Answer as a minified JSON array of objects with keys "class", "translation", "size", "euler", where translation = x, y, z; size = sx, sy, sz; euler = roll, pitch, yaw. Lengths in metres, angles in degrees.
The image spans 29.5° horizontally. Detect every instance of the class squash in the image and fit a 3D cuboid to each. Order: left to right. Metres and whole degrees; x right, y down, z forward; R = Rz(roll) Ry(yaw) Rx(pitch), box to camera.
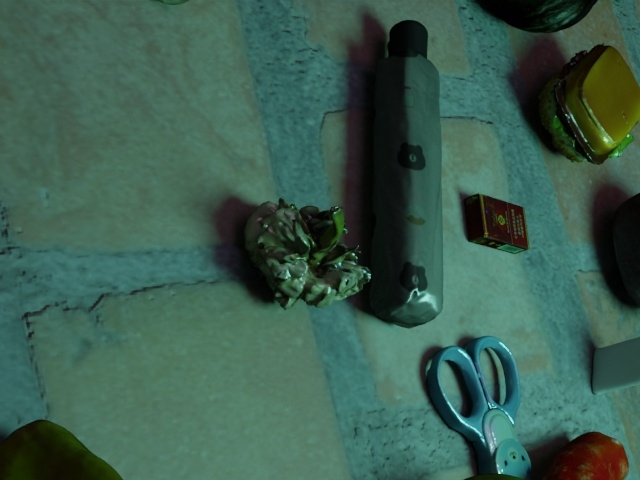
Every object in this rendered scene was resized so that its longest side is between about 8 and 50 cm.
[{"class":"squash","translation":[0.268,-0.345,1.460],"size":[0.193,0.156,0.193],"euler":[-6,100,-37]}]

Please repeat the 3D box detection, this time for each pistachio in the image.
[{"class":"pistachio","translation":[-0.178,0.208,0.799],"size":[0.110,0.100,0.189],"euler":[15,64,-46]}]

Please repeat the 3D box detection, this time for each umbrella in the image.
[{"class":"umbrella","translation":[0.087,-0.076,1.219],"size":[0.073,0.067,0.337],"euler":[34,50,-48]}]

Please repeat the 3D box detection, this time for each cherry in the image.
[{"class":"cherry","translation":[0.440,0.013,1.486],"size":[0.176,0.140,0.176],"euler":[14,59,-25]}]

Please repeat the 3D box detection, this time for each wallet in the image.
[{"class":"wallet","translation":[0.362,0.135,1.365],"size":[0.025,0.122,0.061],"euler":[39,48,-27]}]

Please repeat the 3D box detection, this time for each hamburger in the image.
[{"class":"hamburger","translation":[0.327,-0.157,1.484],"size":[0.166,0.087,0.137],"euler":[-41,104,-45]}]

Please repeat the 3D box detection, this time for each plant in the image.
[{"class":"plant","translation":[0.000,0.000,1.064],"size":[0.117,0.122,0.104],"euler":[1,61,-38]}]

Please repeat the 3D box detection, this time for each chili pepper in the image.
[{"class":"chili pepper","translation":[0.268,0.241,1.243],"size":[0.272,0.071,0.063],"euler":[-14,118,-63]}]

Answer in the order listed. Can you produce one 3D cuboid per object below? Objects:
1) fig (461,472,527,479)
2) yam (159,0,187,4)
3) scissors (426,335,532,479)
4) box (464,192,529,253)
[{"class":"fig","translation":[0.153,0.302,1.096],"size":[0.142,0.186,0.148],"euler":[22,19,14]},{"class":"yam","translation":[-0.098,-0.344,1.149],"size":[0.067,0.071,0.317],"euler":[15,55,1]},{"class":"scissors","translation":[0.182,0.223,1.212],"size":[0.125,0.030,0.256],"euler":[-10,78,-45]},{"class":"box","translation":[0.194,-0.018,1.335],"size":[0.082,0.023,0.051],"euler":[13,63,-42]}]
